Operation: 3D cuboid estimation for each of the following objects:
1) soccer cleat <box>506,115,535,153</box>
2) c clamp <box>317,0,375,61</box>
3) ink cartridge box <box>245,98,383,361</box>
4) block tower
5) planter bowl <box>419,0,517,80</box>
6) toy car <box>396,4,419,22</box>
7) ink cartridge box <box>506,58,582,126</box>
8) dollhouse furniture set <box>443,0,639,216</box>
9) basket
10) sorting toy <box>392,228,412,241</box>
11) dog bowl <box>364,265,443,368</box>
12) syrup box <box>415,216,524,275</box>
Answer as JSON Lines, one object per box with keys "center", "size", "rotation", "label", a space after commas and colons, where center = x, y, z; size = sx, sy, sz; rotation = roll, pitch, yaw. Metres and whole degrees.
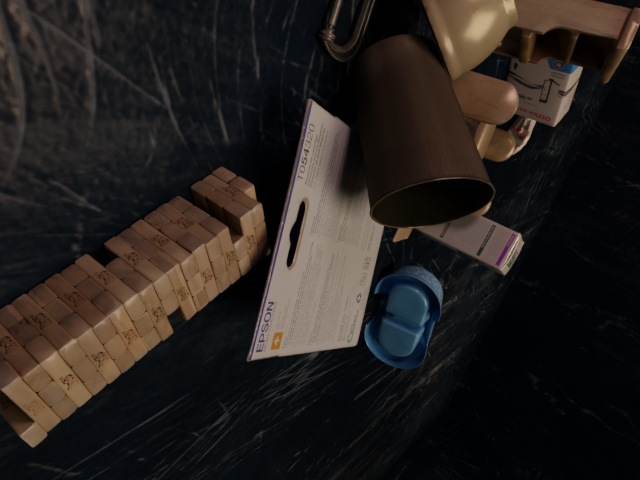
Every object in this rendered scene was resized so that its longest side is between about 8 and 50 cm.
{"center": [0.581, -0.328, 1.468], "size": [0.196, 0.068, 0.076], "rotation": [-64, 155, 4], "label": "soccer cleat"}
{"center": [0.033, -0.309, 0.647], "size": [0.137, 0.022, 0.160], "rotation": [-25, 136, -54], "label": "c clamp"}
{"center": [0.000, 0.000, 0.754], "size": [0.330, 0.072, 0.323], "rotation": [16, 87, -61], "label": "ink cartridge box"}
{"center": [-0.195, 0.051, 0.551], "size": [0.335, 0.091, 0.097], "rotation": [-42, 147, -30], "label": "block tower"}
{"center": [0.202, -0.320, 0.707], "size": [0.109, 0.161, 0.162], "rotation": [-22, 158, 18], "label": "planter bowl"}
{"center": [0.123, -0.300, 0.802], "size": [0.041, 0.060, 0.121], "rotation": [-2, 109, -8], "label": "toy car"}
{"center": [0.536, -0.395, 1.237], "size": [0.086, 0.148, 0.203], "rotation": [-46, 149, -25], "label": "ink cartridge box"}
{"center": [0.344, -0.218, 0.926], "size": [0.393, 0.257, 0.362], "rotation": [-69, 161, 6], "label": "dollhouse furniture set"}
{"center": [0.126, -0.150, 0.706], "size": [0.154, 0.226, 0.204], "rotation": [-23, 160, 33], "label": "basket"}
{"center": [0.197, -0.037, 1.184], "size": [0.062, 0.012, 0.083], "rotation": [-10, 129, -49], "label": "sorting toy"}
{"center": [0.212, 0.189, 1.284], "size": [0.074, 0.166, 0.297], "rotation": [-44, 151, -50], "label": "dog bowl"}
{"center": [0.341, -0.016, 1.198], "size": [0.096, 0.237, 0.093], "rotation": [-61, 153, 3], "label": "syrup box"}
